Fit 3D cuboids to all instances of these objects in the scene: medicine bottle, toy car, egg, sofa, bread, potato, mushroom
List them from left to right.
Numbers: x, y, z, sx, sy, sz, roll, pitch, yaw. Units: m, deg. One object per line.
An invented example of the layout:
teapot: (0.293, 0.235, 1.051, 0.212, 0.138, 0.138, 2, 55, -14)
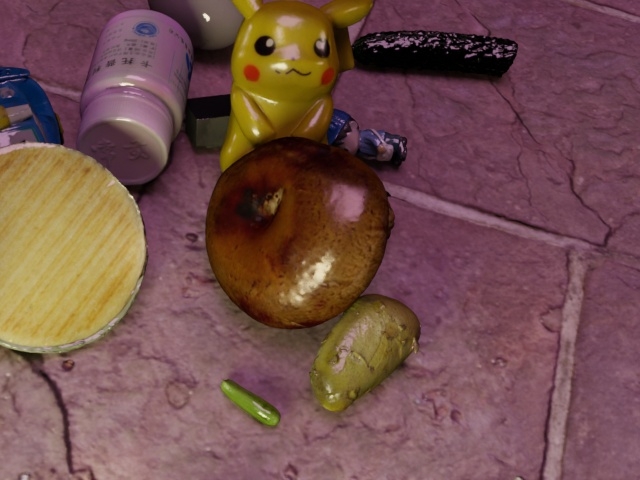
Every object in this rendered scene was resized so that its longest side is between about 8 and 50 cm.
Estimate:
toy car: (-0.419, -0.104, 1.367, 0.198, 0.166, 0.314, -16, 54, -20)
bread: (-0.345, 0.009, 1.271, 0.267, 0.040, 0.267, 2, 86, -22)
medicine bottle: (-0.270, -0.211, 1.498, 0.152, 0.152, 0.254, 7, 45, -6)
egg: (-0.201, -0.394, 1.684, 0.199, 0.146, 0.146, 36, 51, 29)
sofa: (-0.133, -0.184, 1.578, 0.147, 0.060, 0.085, -10, 34, -21)
mushroom: (-0.012, -0.001, 1.342, 0.254, 0.267, 0.267, 30, 43, -21)
potato: (0.053, 0.139, 1.299, 0.105, 0.085, 0.188, 49, 55, -9)

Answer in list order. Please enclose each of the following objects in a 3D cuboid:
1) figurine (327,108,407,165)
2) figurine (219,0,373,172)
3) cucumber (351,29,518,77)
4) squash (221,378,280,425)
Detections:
figurine: (0.058, -0.154, 1.571, 0.149, 0.086, 0.087, 8, 78, -9)
figurine: (-0.043, -0.219, 1.452, 0.218, 0.326, 0.169, 2, 28, -14)
cucumber: (0.188, -0.325, 1.757, 0.300, 0.072, 0.072, 3, 48, -10)
squash: (-0.087, 0.198, 1.255, 0.089, 0.027, 0.027, 29, 49, 17)
